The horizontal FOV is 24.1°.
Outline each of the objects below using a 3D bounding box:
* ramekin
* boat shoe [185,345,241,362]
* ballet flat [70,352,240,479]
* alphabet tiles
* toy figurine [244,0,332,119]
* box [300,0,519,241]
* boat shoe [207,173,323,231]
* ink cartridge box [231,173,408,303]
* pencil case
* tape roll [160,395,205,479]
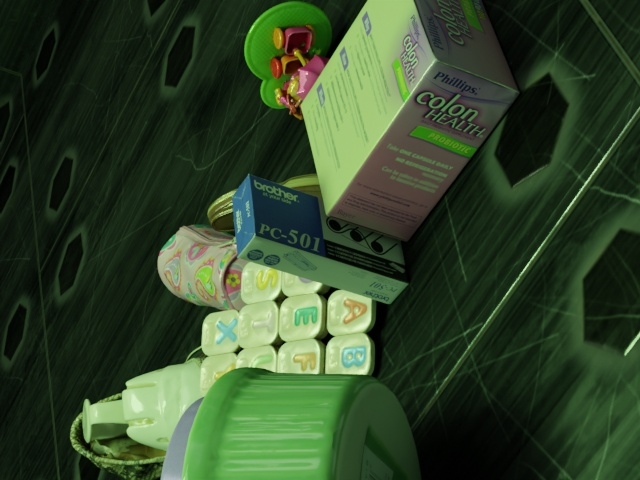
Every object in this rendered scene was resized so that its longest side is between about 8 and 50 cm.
[{"bbox_3d":[-0.005,0.272,1.479,0.148,0.303,0.303,-6,63,22],"label":"ramekin"},{"bbox_3d":[-0.155,0.173,2.117,0.133,0.049,0.042,-45,29,36],"label":"boat shoe"},{"bbox_3d":[-0.222,0.248,2.052,0.483,0.182,0.164,-26,53,56],"label":"ballet flat"},{"bbox_3d":[-0.049,0.154,1.826,0.278,0.021,0.284,-10,69,38],"label":"alphabet tiles"},{"bbox_3d":[-0.020,-0.213,2.044,0.159,0.130,0.173,-121,31,-46],"label":"toy figurine"},{"bbox_3d":[0.097,-0.165,1.752,0.243,0.117,0.213,-56,30,33],"label":"box"},{"bbox_3d":[-0.065,-0.038,1.967,0.178,0.064,0.060,-12,57,13],"label":"boat shoe"},{"bbox_3d":[0.000,0.000,1.735,0.046,0.207,0.097,-50,33,38],"label":"ink cartridge box"},{"bbox_3d":[-0.128,0.042,2.057,0.284,0.124,0.124,11,84,66],"label":"pencil case"},{"bbox_3d":[-0.073,0.302,1.622,0.090,0.275,0.275,-5,64,21],"label":"tape roll"}]
